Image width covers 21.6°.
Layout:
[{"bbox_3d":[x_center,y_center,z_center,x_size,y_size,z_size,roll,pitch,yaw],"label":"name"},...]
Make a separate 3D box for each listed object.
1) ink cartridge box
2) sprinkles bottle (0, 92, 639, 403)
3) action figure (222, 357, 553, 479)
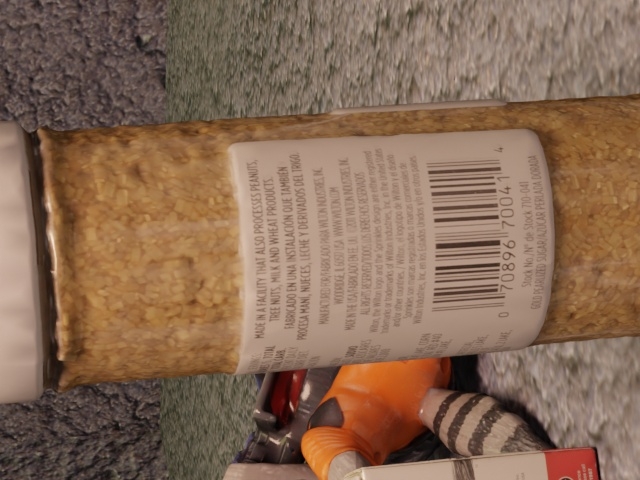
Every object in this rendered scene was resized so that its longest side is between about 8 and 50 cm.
[{"bbox_3d":[0.086,0.170,0.931,0.056,0.135,0.099,133,132,-75],"label":"ink cartridge box"},{"bbox_3d":[0.000,0.000,0.751,0.121,0.355,0.121,176,90,-78],"label":"sprinkles bottle"},{"bbox_3d":[0.028,0.150,1.135,0.330,0.178,0.341,131,159,-80],"label":"action figure"}]
